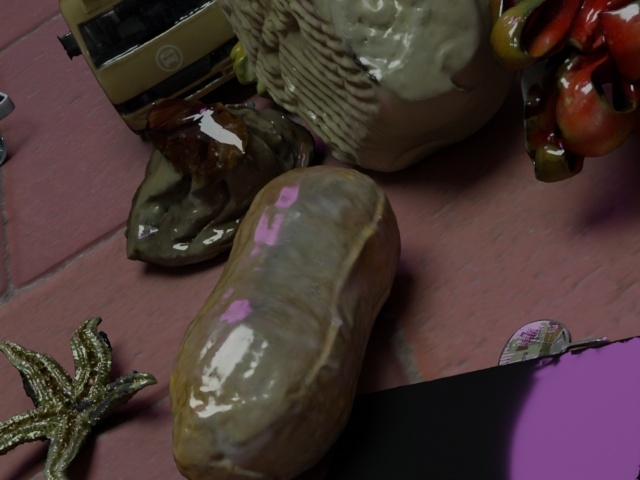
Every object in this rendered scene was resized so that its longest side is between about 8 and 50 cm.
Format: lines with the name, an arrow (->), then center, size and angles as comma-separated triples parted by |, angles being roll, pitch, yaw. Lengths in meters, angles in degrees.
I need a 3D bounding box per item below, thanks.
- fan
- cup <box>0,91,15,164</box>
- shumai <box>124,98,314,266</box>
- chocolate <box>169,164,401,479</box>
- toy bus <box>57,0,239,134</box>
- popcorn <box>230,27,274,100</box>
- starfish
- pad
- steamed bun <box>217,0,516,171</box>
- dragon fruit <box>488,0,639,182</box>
fan -> 0.154, 0.069, 1.194 | 0.080, 0.003, 0.060 | -28, 29, 11
cup -> -0.411, -0.129, 2.003 | 0.128, 0.095, 0.129 | -38, 27, -8
shumai -> -0.111, -0.070, 1.570 | 0.201, 0.120, 0.201 | -24, 32, 16
chocolate -> -0.020, 0.057, 1.263 | 0.134, 0.134, 0.309 | -14, 32, 32
toy bus -> -0.187, -0.270, 1.878 | 0.177, 0.202, 0.365 | -30, 28, 4
popcorn -> -0.020, -0.199, 1.688 | 0.125, 0.126, 0.145 | -21, 1, -34
starfish -> -0.219, 0.140, 1.417 | 0.176, 0.053, 0.208 | -32, 30, -7
pad -> 0.101, 0.140, 1.132 | 0.245, 0.006, 0.170 | -15, 34, 32
steamed bun -> 0.051, -0.208, 1.490 | 0.206, 0.275, 0.320 | -29, 63, -16
dragon fruit -> 0.239, -0.199, 1.292 | 0.243, 0.227, 0.307 | -24, 36, 21
